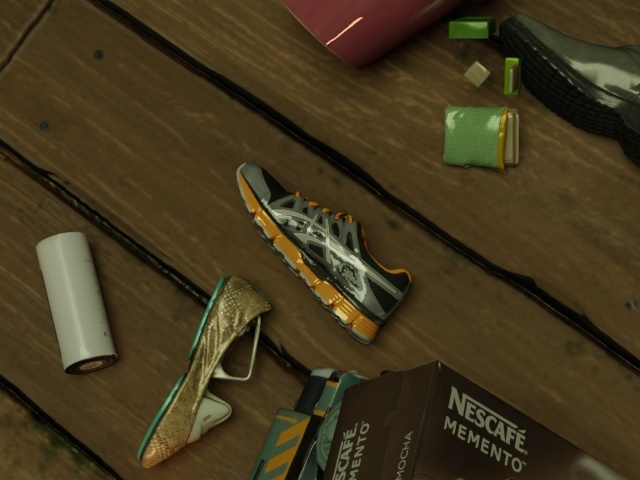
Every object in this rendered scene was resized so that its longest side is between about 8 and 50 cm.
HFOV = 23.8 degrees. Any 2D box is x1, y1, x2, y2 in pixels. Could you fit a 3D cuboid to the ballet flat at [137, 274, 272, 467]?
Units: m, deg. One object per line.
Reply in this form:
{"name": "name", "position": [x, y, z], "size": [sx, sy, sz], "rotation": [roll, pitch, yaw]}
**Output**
{"name": "ballet flat", "position": [-0.106, 0.135, 1.468], "size": [0.067, 0.073, 0.206], "rotation": [25, 86, 3]}

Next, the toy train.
{"name": "toy train", "position": [-0.009, 0.265, 1.358], "size": [0.190, 0.142, 0.333], "rotation": [6, 70, 53]}

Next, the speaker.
{"name": "speaker", "position": [-0.244, 0.061, 1.522], "size": [0.055, 0.055, 0.136], "rotation": [-19, 73, 7]}

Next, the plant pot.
{"name": "plant pot", "position": [0.057, -0.274, 1.479], "size": [0.180, 0.201, 0.201], "rotation": [-44, 71, 15]}

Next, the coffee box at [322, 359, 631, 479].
{"name": "coffee box", "position": [0.146, 0.244, 1.245], "size": [0.119, 0.297, 0.168], "rotation": [-24, 41, 48]}

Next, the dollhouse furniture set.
{"name": "dollhouse furniture set", "position": [0.150, -0.136, 1.449], "size": [0.076, 0.058, 0.151], "rotation": [4, 105, 16]}

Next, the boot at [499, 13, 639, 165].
{"name": "boot", "position": [0.307, -0.173, 1.460], "size": [0.246, 0.083, 0.161], "rotation": [38, 74, 19]}

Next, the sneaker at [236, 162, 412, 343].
{"name": "sneaker", "position": [0.000, 0.000, 1.474], "size": [0.083, 0.084, 0.215], "rotation": [-42, 80, -4]}
